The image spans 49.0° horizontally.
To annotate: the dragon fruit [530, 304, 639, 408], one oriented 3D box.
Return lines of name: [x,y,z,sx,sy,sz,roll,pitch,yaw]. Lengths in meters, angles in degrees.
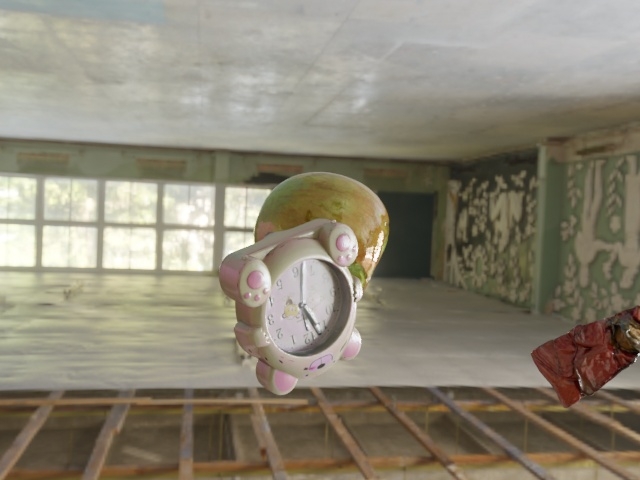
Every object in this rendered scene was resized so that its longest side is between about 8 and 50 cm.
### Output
dragon fruit: [0.436,0.178,1.063,0.192,0.092,0.122,-35,140,22]

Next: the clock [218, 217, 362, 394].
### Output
clock: [-0.043,0.132,1.400,0.284,0.310,0.114,-23,-158,-29]

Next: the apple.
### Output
apple: [0.000,0.000,1.688,0.339,0.340,0.339,3,-179,0]
